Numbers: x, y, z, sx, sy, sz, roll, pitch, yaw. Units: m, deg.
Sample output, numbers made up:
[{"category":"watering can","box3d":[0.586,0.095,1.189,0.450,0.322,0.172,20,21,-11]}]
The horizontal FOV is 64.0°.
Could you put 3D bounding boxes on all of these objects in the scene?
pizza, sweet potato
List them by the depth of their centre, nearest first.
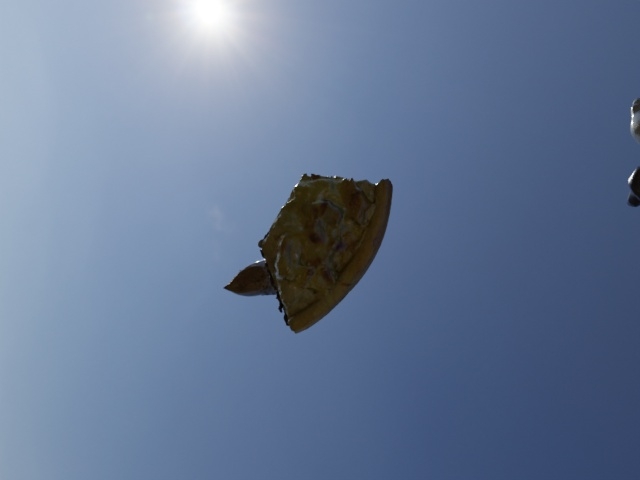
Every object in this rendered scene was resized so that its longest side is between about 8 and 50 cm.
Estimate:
[{"category":"pizza","box3d":[0.000,0.000,0.457,0.099,0.036,0.160,33,-100,5]},{"category":"sweet potato","box3d":[-0.036,0.043,0.724,0.068,0.205,0.060,-126,-143,-59]}]

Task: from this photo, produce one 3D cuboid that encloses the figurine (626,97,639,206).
[{"category":"figurine","box3d":[0.627,-0.249,0.855,0.193,0.154,0.421,-120,-154,-51]}]
